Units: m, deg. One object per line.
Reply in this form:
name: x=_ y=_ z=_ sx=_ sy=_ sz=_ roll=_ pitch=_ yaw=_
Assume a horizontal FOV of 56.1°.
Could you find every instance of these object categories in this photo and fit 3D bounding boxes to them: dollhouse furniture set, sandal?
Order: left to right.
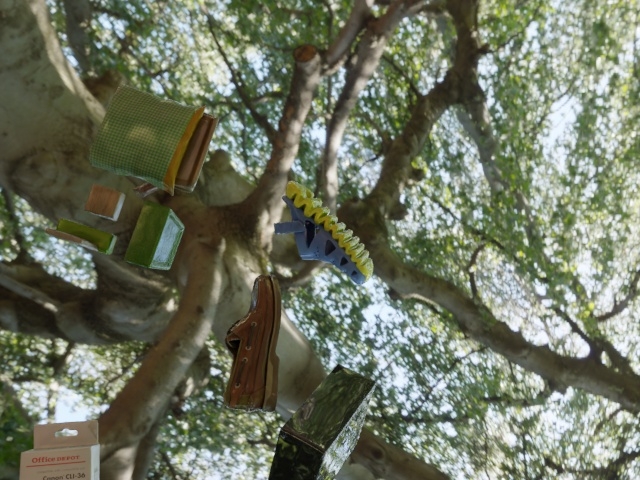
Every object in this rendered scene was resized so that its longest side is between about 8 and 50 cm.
dollhouse furniture set: x=-0.307 y=-0.120 z=0.988 sx=0.198 sy=0.151 sz=0.301 roll=18 pitch=-97 yaw=0
sandal: x=0.000 y=0.000 z=1.504 sx=0.317 sy=0.126 sz=0.138 roll=46 pitch=-76 yaw=17

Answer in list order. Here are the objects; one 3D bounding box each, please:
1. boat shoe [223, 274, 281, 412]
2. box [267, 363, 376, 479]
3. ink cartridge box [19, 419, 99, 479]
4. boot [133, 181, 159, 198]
boat shoe: x=-0.139 y=0.193 z=1.216 sx=0.105 sy=0.110 sz=0.307 roll=7 pitch=-131 yaw=-11
box: x=0.004 y=0.400 z=1.219 sx=0.103 sy=0.261 sz=0.184 roll=25 pitch=-64 yaw=18
ink cartridge box: x=-0.435 y=0.407 z=1.003 sx=0.115 sy=0.067 sz=0.198 roll=-3 pitch=-103 yaw=-9
boot: x=-0.329 y=-0.122 z=1.254 sx=0.114 sy=0.037 sz=0.106 roll=-29 pitch=-168 yaw=-31
